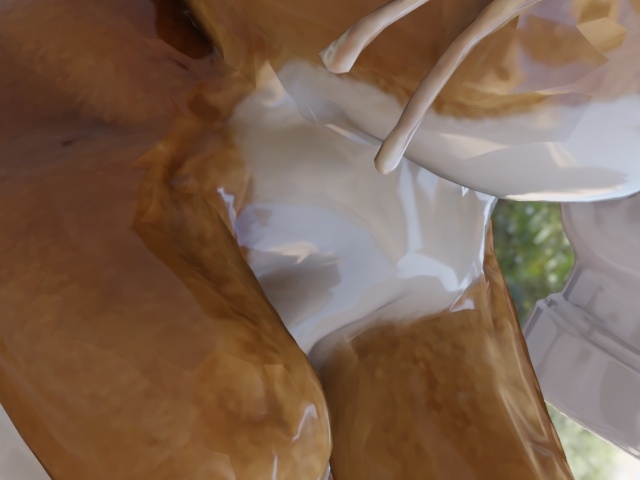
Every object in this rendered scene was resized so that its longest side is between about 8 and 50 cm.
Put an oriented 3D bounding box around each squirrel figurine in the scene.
[{"bbox_3d":[-0.040,-0.050,0.534,0.370,0.281,0.397,-56,-148,23],"label":"squirrel figurine"}]

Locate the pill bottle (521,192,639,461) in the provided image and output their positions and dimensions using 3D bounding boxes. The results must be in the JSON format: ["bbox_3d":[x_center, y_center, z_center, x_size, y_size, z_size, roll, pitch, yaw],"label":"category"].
[{"bbox_3d":[0.262,-0.048,0.961,0.363,0.210,0.210,-62,178,8],"label":"pill bottle"}]
